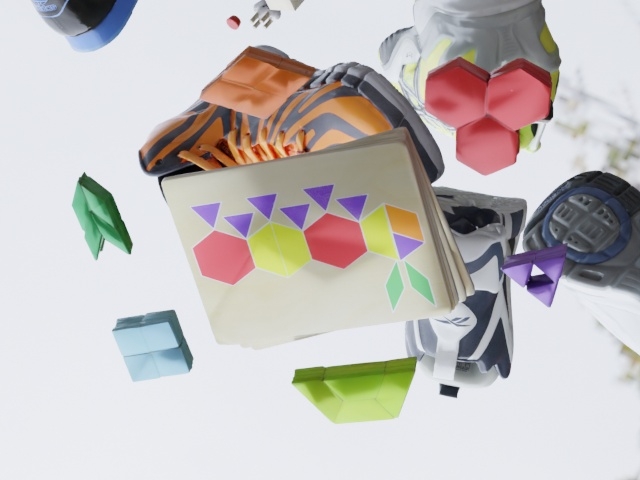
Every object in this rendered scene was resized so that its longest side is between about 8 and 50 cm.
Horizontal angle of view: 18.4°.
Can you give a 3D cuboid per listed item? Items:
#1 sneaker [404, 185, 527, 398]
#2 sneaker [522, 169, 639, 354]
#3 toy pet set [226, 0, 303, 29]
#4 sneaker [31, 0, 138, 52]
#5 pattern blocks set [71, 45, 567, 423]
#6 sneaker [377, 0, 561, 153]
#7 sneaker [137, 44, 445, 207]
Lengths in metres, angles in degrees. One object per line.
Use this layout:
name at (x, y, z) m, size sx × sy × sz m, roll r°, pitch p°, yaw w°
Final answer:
sneaker at (0.115, 0.045, 1.613) m, size 0.094 × 0.153 × 0.235 m, roll 8°, pitch -167°, yaw 1°
sneaker at (0.272, 0.056, 1.400) m, size 0.129 × 0.111 × 0.297 m, roll 46°, pitch 180°, yaw -43°
toy pet set at (-0.058, -0.274, 1.971) m, size 0.114 × 0.122 × 0.065 m, roll 10°, pitch -129°, yaw 39°
sneaker at (-0.168, -0.268, 1.591) m, size 0.081 × 0.090 × 0.232 m, roll 2°, pitch -120°, yaw 32°
pattern blocks set at (0.000, 0.000, 1.308) m, size 0.325 × 0.285 × 0.026 m, roll -1°, pitch -149°, yaw 11°
sneaker at (0.139, -0.138, 1.830) m, size 0.145 × 0.147 × 0.385 m, roll -13°, pitch 173°, yaw 0°
sneaker at (-0.035, -0.061, 1.661) m, size 0.180 × 0.124 × 0.321 m, roll -39°, pitch -155°, yaw -17°
